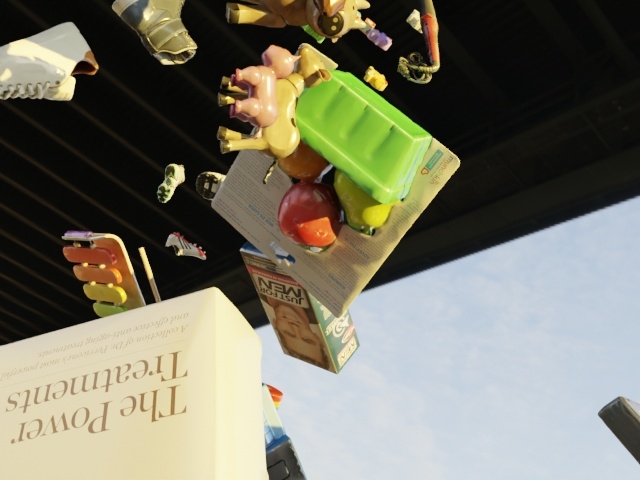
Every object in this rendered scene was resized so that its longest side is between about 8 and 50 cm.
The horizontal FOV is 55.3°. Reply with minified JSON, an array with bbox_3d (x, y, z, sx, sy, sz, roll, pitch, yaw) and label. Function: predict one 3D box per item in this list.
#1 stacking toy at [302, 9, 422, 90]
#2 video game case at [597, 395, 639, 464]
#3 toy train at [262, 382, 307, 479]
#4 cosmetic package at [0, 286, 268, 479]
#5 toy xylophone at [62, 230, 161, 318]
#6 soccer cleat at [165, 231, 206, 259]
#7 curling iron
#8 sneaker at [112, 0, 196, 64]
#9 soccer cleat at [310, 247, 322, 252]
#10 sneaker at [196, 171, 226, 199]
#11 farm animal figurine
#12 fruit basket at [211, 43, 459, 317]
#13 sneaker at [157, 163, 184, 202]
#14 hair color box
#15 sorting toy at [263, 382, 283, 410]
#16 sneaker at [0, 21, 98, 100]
[{"bbox_3d":[0.087,-0.435,1.243,0.221,0.052,0.167,35,-54,-8],"label":"stacking toy"},{"bbox_3d":[0.310,0.228,0.394,0.026,0.274,0.196,-47,-42,16],"label":"video game case"},{"bbox_3d":[-0.081,0.205,0.678,0.105,0.080,0.184,-12,-80,67],"label":"toy train"},{"bbox_3d":[-0.220,0.212,0.397,0.377,0.284,0.097,-16,-37,9],"label":"cosmetic package"},{"bbox_3d":[-0.483,0.110,1.448,0.236,0.081,0.322,-7,-70,42],"label":"toy xylophone"},{"bbox_3d":[-0.251,0.017,1.139,0.083,0.035,0.029,40,-22,-31],"label":"soccer cleat"},{"bbox_3d":[0.177,-0.377,1.074,0.068,0.274,0.035,5,-34,7],"label":"curling iron"},{"bbox_3d":[-0.298,-0.464,1.274,0.163,0.226,0.086,51,-36,-13],"label":"sneaker"},{"bbox_3d":[0.000,0.000,1.232,0.076,0.196,0.068,-28,-37,33],"label":"soccer cleat"},{"bbox_3d":[-0.179,-0.109,1.448,0.234,0.106,0.078,23,-73,30],"label":"sneaker"},{"bbox_3d":[-0.037,-0.294,0.807,0.172,0.326,0.330,1,-34,-19],"label":"farm animal figurine"},{"bbox_3d":[0.009,-0.095,1.043,0.327,0.165,0.353,40,-59,12],"label":"fruit basket"},{"bbox_3d":[-0.351,-0.137,1.468,0.038,0.069,0.098,31,-74,12],"label":"sneaker"},{"bbox_3d":[-0.040,0.138,1.400,0.174,0.105,0.347,13,-44,36],"label":"hair color box"},{"bbox_3d":[-0.175,0.153,0.845,0.275,0.046,0.132,21,0,2],"label":"sorting toy"},{"bbox_3d":[-0.537,-0.301,1.136,0.106,0.290,0.123,-18,-68,51],"label":"sneaker"}]
